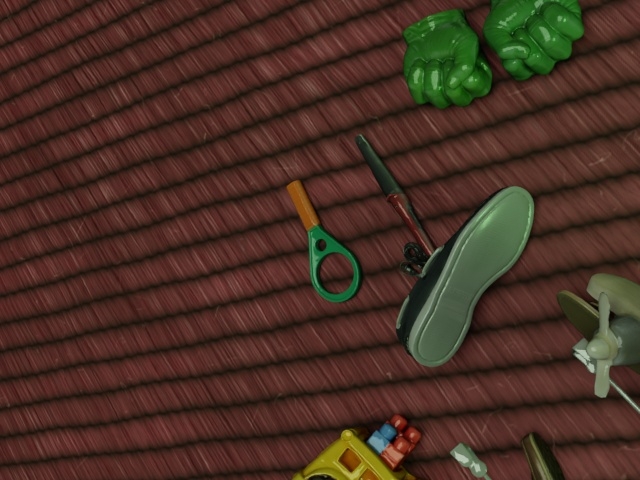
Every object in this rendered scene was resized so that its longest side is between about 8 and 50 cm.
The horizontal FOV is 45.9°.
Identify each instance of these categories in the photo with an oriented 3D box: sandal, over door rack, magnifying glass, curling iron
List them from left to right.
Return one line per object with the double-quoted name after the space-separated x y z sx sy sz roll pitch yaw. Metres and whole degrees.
0.000 0.000 1.315 0.092 0.026 0.231 -32 76 24 "magnifying glass"
0.118 -0.058 1.243 0.068 0.035 0.274 -31 75 24 "curling iron"
0.372 0.323 1.010 0.239 0.108 0.324 -42 79 1 "over door rack"
0.444 0.135 1.052 0.079 0.088 0.240 -42 75 -12 "sandal"

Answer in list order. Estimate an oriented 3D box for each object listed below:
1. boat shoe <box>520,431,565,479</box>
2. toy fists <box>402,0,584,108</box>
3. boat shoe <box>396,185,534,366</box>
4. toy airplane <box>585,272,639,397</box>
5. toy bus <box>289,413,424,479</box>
0.328 0.370 1.100 0.060 0.064 0.178 -26 79 24 "boat shoe"
0.252 -0.296 1.143 0.279 0.096 0.142 -19 81 26 "toy fists"
0.210 0.043 1.152 0.302 0.114 0.091 -55 26 3 "boat shoe"
0.493 0.183 0.848 0.384 0.386 0.272 29 103 1 "toy airplane"
0.096 0.392 1.196 0.220 0.149 0.211 43 92 20 "toy bus"
